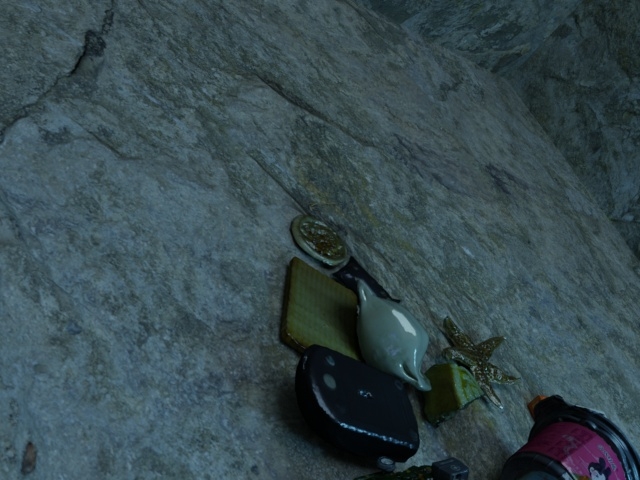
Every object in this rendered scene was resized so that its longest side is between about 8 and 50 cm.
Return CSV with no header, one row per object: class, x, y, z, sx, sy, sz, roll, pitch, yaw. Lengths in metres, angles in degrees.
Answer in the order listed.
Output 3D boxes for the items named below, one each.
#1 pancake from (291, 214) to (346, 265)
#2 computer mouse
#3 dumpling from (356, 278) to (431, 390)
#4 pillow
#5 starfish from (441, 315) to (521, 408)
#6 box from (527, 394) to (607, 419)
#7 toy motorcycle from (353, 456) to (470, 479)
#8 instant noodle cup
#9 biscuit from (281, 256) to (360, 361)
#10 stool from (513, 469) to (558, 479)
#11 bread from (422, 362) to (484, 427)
pancake,-0.001,0.001,1.904,0.152,0.025,0.151,32,29,-20
computer mouse,0.049,0.288,1.497,0.269,0.100,0.170,28,36,-35
dumpling,0.137,0.188,1.722,0.252,0.131,0.179,54,7,6
pillow,0.097,0.103,1.865,0.150,0.048,0.090,43,22,4
starfish,0.357,0.270,1.955,0.277,0.062,0.235,0,51,-54
box,0.622,0.495,1.996,0.265,0.048,0.273,19,36,-37
toy motorcycle,0.137,0.418,1.366,0.275,0.124,0.187,-5,18,-35
instant noodle cup,0.457,0.464,1.656,0.182,0.258,0.302,-16,61,-41
biscuit,0.002,0.150,1.701,0.172,0.029,0.254,33,30,-19
stool,0.315,0.557,1.342,0.310,0.226,0.310,-7,57,-54
bread,0.253,0.296,1.740,0.110,0.103,0.156,60,22,12
